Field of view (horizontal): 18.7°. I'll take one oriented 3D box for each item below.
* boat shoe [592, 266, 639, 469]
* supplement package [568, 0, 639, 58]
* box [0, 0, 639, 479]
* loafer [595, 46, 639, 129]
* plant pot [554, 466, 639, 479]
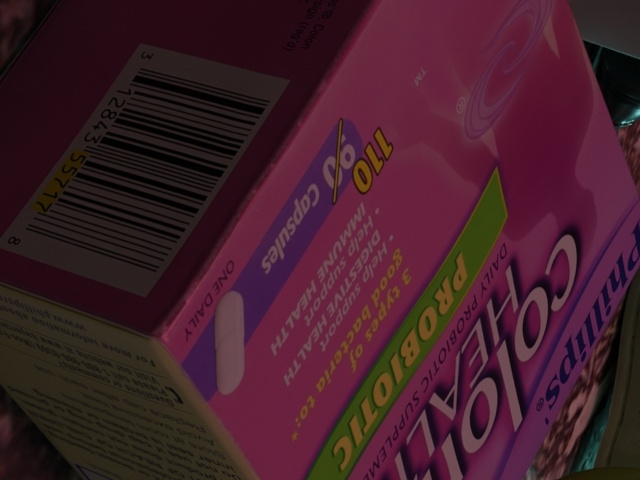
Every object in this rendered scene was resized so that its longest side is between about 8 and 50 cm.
[{"bbox_3d":[0.280,0.083,1.366,0.113,0.127,0.340,-17,122,-66],"label":"boat shoe"},{"bbox_3d":[0.243,-0.181,0.909,0.145,0.262,0.204,-51,151,-34],"label":"supplement package"},{"bbox_3d":[0.000,0.000,0.693,0.213,0.117,0.243,-58,145,-23],"label":"box"},{"bbox_3d":[0.204,-0.133,1.131,0.170,0.062,0.061,-49,171,-30],"label":"loafer"},{"bbox_3d":[0.120,0.279,1.078,0.239,0.254,0.254,-18,126,-41],"label":"plant pot"}]
